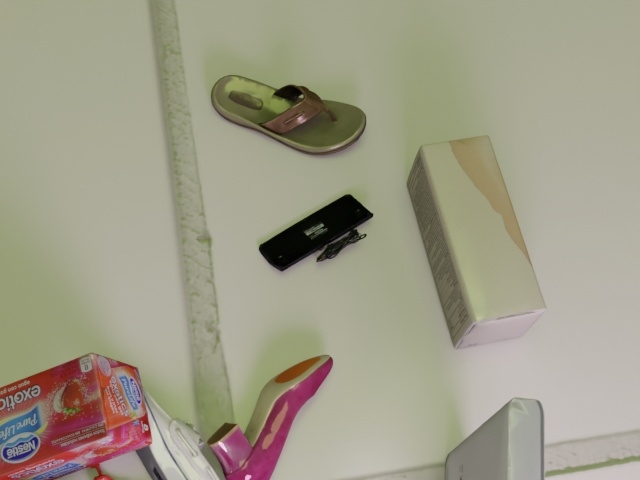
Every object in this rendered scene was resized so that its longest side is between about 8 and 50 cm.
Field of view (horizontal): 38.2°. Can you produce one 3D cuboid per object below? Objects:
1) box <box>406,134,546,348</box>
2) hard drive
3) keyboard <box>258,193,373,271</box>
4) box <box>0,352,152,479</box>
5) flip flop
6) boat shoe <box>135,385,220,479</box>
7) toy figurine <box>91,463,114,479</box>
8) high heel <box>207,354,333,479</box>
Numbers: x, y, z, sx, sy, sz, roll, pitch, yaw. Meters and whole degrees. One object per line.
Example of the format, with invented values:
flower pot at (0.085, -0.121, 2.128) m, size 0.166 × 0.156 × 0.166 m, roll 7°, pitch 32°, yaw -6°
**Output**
box at (0.244, 0.003, 1.491) m, size 0.121 × 0.148 × 0.311 m, roll -10°, pitch 69°, yaw -10°
hard drive at (0.220, 0.363, 1.215) m, size 0.047 × 0.353 × 0.233 m, roll 7°, pitch 66°, yaw -2°
keyboard at (0.000, 0.000, 1.539) m, size 0.192 × 0.038 × 0.100 m, roll -31°, pitch 49°, yaw -16°
box at (-0.381, 0.261, 1.283) m, size 0.257 × 0.128 × 0.122 m, roll -21°, pitch 68°, yaw 11°
flip flop at (-0.057, -0.230, 1.600) m, size 0.277 × 0.080 × 0.112 m, roll 20°, pitch 66°, yaw 4°
boat shoe at (-0.211, 0.310, 1.354) m, size 0.084 × 0.095 × 0.258 m, roll -24°, pitch 73°, yaw -31°
toy figurine at (-0.355, 0.451, 1.201) m, size 0.191 × 0.217 × 0.362 m, roll 37°, pitch 68°, yaw 11°
high heel at (-0.052, 0.279, 1.396) m, size 0.244 × 0.082 × 0.117 m, roll -39°, pitch 107°, yaw -33°
